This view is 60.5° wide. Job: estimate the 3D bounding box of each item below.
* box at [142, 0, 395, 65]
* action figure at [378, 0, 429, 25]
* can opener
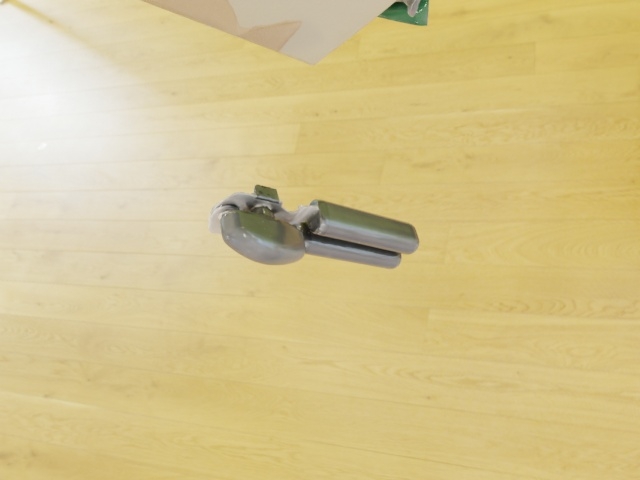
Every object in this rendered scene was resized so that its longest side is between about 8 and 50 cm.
[{"bbox_3d":[-0.070,-0.236,0.364,0.121,0.311,0.148,-31,77,29],"label":"box"},{"bbox_3d":[0.023,-0.348,0.739,0.232,0.137,0.063,18,61,30],"label":"action figure"},{"bbox_3d":[0.000,0.000,0.641,0.074,0.280,0.093,-44,51,40],"label":"can opener"}]
